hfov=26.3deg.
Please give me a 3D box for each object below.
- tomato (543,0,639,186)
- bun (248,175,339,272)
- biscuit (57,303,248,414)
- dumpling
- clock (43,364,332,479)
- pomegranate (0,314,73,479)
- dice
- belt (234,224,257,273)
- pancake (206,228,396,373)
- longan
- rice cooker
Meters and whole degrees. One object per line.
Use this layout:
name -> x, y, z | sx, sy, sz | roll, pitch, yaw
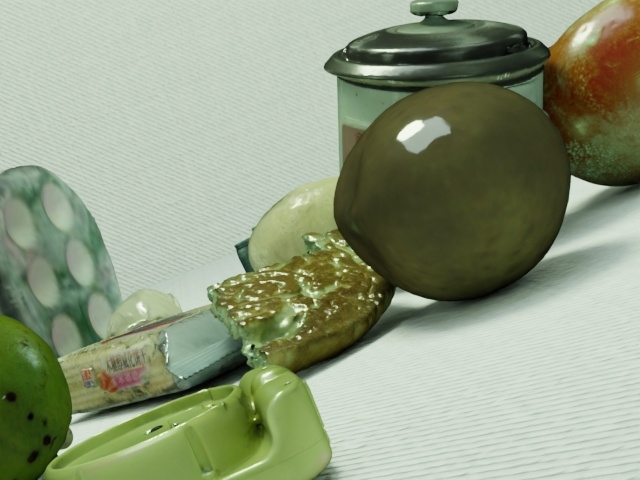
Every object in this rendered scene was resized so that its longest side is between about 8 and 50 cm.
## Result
tomato -> 0.389, -0.181, 1.703 | 0.270, 0.222, 0.270 | -35, -10, -7
bun -> 0.000, 0.000, 2.104 | 0.222, 0.127, 0.222 | -29, -24, -14
biscuit -> -0.177, 0.129, 1.533 | 0.186, 0.079, 0.309 | -25, 4, -42
dumpling -> -0.242, 0.135, 1.832 | 0.134, 0.100, 0.169 | -56, 22, 12
clock -> -0.112, 0.154, 0.895 | 0.232, 0.069, 0.170 | -22, 4, -10
pomegranate -> -0.312, 0.162, 1.237 | 0.202, 0.202, 0.248 | -21, -26, 13
dice -> -0.509, 0.089, 2.024 | 0.348, 0.328, 0.330 | -19, 5, 24
belt -> -0.015, -0.014, 2.323 | 0.267, 0.116, 0.206 | -26, 1, -25
pancake -> -0.022, 0.066, 1.409 | 0.197, 0.054, 0.376 | 3, 19, 17
longan -> 0.126, -0.048, 1.321 | 0.246, 0.215, 0.246 | -31, -16, -10
rice cooker -> 0.140, -0.137, 1.613 | 0.264, 0.317, 0.316 | -14, -1, -32
